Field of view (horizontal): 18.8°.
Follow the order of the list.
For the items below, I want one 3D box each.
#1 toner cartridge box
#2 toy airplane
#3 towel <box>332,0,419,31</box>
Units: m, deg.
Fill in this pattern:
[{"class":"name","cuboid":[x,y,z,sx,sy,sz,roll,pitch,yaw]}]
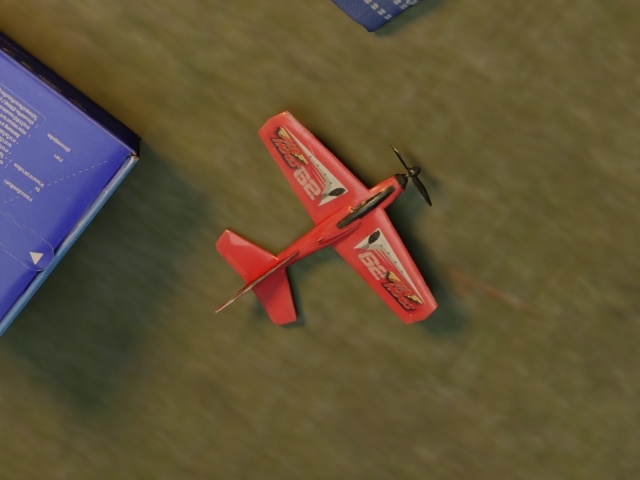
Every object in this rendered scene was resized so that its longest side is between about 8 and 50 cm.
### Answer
[{"class":"toner cartridge box","cuboid":[-0.288,-0.094,1.095,0.348,0.075,0.165,38,97,-10]},{"class":"toy airplane","cuboid":[0.000,0.000,1.139,0.151,0.028,0.151,3,108,9]},{"class":"towel","cuboid":[0.075,-0.277,0.982,0.336,0.040,0.243,-38,128,19]}]
